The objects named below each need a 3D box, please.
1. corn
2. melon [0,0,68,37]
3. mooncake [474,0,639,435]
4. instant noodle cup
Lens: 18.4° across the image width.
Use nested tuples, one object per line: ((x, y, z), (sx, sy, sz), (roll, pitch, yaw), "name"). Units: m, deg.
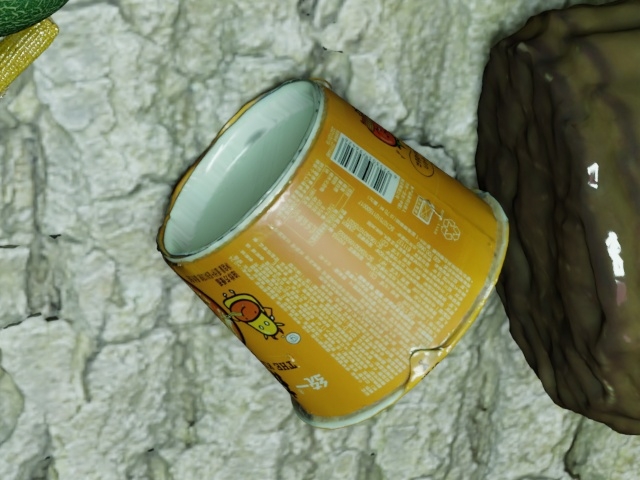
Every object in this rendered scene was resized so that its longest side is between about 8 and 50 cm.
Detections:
((-0.213, -0.123, 1.351), (0.083, 0.028, 0.027), (-41, 144, 7), "corn")
((-0.249, -0.212, 1.196), (0.287, 0.182, 0.182), (14, 114, -38), "melon")
((0.230, -0.020, 1.393), (0.187, 0.324, 0.324), (-12, 122, -10), "mooncake")
((0.000, 0.000, 1.398), (0.216, 0.216, 0.172), (-45, 114, 10), "instant noodle cup")
